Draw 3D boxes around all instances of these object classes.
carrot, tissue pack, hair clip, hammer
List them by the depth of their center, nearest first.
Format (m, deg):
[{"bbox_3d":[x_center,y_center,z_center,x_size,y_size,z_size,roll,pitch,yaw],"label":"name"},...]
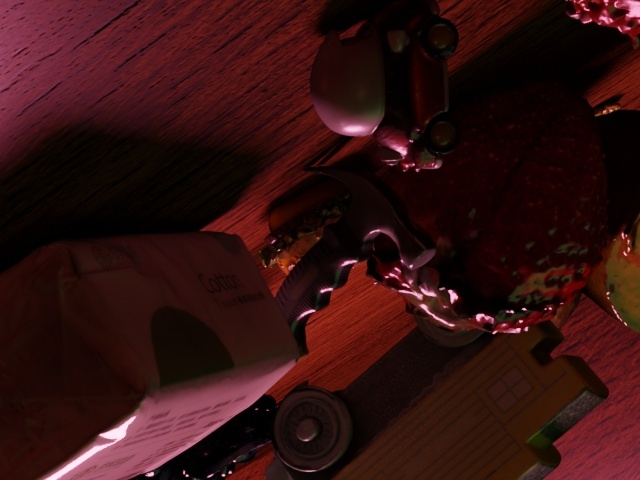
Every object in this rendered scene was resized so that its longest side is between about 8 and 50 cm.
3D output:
[{"bbox_3d":[-0.212,0.121,1.479,0.266,0.194,0.356,-34,169,18],"label":"tissue pack"},{"bbox_3d":[0.008,0.028,1.615,0.041,0.159,0.226,-14,145,-52],"label":"hammer"},{"bbox_3d":[0.395,-0.016,1.777,0.241,0.241,0.340,-27,-153,-12],"label":"carrot"},{"bbox_3d":[-0.177,0.224,1.963,0.310,0.206,0.194,-20,164,-37],"label":"hair clip"}]

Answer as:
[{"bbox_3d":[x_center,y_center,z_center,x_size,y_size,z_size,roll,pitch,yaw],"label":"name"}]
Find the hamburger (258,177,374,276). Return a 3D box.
[{"bbox_3d":[0.000,0.000,1.732,0.137,0.087,0.166,-29,168,2],"label":"hamburger"}]

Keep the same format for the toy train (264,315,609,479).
[{"bbox_3d":[0.142,0.220,1.879,0.442,0.272,0.179,-42,163,11],"label":"toy train"}]

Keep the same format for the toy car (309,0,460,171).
[{"bbox_3d":[0.047,-0.122,1.253,0.112,0.139,0.112,-7,-175,-14],"label":"toy car"}]

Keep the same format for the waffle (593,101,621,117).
[{"bbox_3d":[0.368,-0.162,2.104,0.085,0.016,0.078,-33,168,15],"label":"waffle"}]

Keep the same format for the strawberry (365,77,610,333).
[{"bbox_3d":[0.195,-0.039,1.686,0.238,0.250,0.288,55,56,-74],"label":"strawberry"}]

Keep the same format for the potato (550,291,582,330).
[{"bbox_3d":[0.271,0.092,2.456,0.269,0.219,0.359,-34,172,-11],"label":"potato"}]

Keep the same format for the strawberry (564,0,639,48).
[{"bbox_3d":[0.344,-0.268,1.311,0.233,0.138,0.306,-23,168,-22],"label":"strawberry"}]
